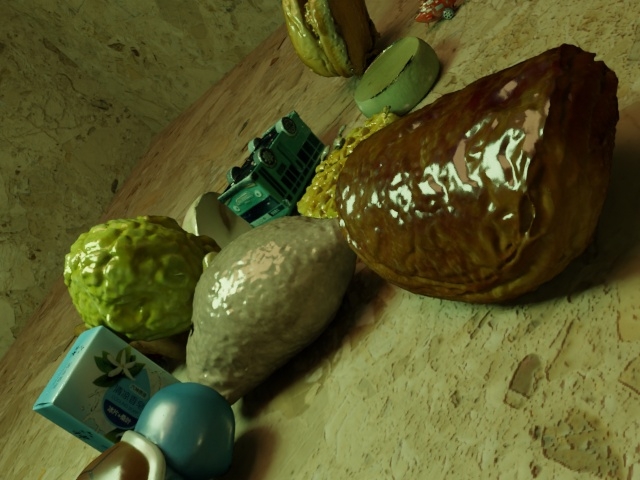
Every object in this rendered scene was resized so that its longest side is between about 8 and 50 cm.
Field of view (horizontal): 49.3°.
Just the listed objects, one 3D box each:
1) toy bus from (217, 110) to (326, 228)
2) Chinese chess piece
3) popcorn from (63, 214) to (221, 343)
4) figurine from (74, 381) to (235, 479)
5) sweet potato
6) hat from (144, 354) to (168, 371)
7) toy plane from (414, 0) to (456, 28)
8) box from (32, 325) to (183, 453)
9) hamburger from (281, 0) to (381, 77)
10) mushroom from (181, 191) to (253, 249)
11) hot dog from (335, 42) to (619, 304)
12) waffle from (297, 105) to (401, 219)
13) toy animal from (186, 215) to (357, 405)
[{"bbox_3d":[-0.097,-0.147,1.495,0.128,0.147,0.256,-29,24,41],"label":"toy bus"},{"bbox_3d":[0.154,-0.323,1.411,0.188,0.083,0.188,-38,28,24],"label":"Chinese chess piece"},{"bbox_3d":[-0.287,0.056,1.173,0.236,0.206,0.251,6,23,38],"label":"popcorn"},{"bbox_3d":[-0.257,0.381,0.895,0.416,0.243,0.298,-37,5,-30],"label":"figurine"},{"bbox_3d":[-0.338,0.158,1.320,0.336,0.131,0.131,0,46,25],"label":"sweet potato"},{"bbox_3d":[-0.383,0.256,1.418,0.129,0.140,0.227,142,149,-68],"label":"hat"},{"bbox_3d":[0.290,-0.545,1.534,0.194,0.077,0.126,-35,28,11],"label":"toy plane"},{"bbox_3d":[-0.310,0.261,1.106,0.083,0.232,0.143,-24,33,45],"label":"box"},{"bbox_3d":[0.025,-0.534,1.711,0.158,0.319,0.319,-14,38,30],"label":"hamburger"},{"bbox_3d":[-0.252,-0.015,1.545,0.173,0.162,0.236,-27,28,38],"label":"mushroom"},{"bbox_3d":[0.173,-0.070,0.800,0.387,0.174,0.267,-14,50,57],"label":"hot dog"},{"bbox_3d":[0.057,-0.126,1.299,0.280,0.060,0.262,-48,25,5],"label":"waffle"},{"bbox_3d":[-0.079,0.076,1.046,0.358,0.188,0.226,-41,29,18],"label":"toy animal"}]
